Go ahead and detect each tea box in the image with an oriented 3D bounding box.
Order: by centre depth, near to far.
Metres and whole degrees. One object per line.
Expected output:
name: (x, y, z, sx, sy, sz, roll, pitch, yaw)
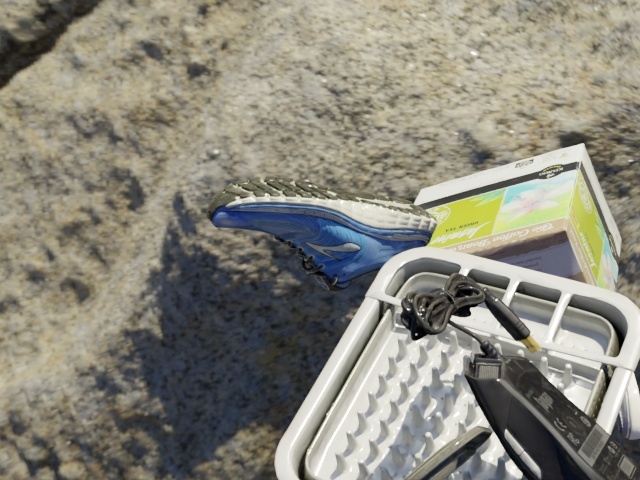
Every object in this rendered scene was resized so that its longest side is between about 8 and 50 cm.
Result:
tea box: (0.326, 0.028, 1.690, 0.329, 0.323, 0.220, -16, 114, 27)

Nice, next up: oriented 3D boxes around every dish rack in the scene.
dish rack: (0.142, 0.164, 0.949, 0.285, 0.333, 0.072, 15, 140, 25)

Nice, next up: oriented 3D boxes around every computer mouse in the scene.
computer mouse: (0.176, 0.137, 0.844, 0.262, 0.184, 0.060, 43, 112, 10)

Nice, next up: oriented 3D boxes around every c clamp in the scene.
c clamp: (0.079, 0.189, 0.745, 0.137, 0.160, 0.022, -36, 71, -1)

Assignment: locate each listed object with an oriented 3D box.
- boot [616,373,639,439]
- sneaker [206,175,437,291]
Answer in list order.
boot: (0.366, 0.174, 1.281, 0.086, 0.069, 0.190, -10, 75, 3)
sneaker: (0.000, 0.000, 1.356, 0.330, 0.130, 0.147, 11, 102, -16)
